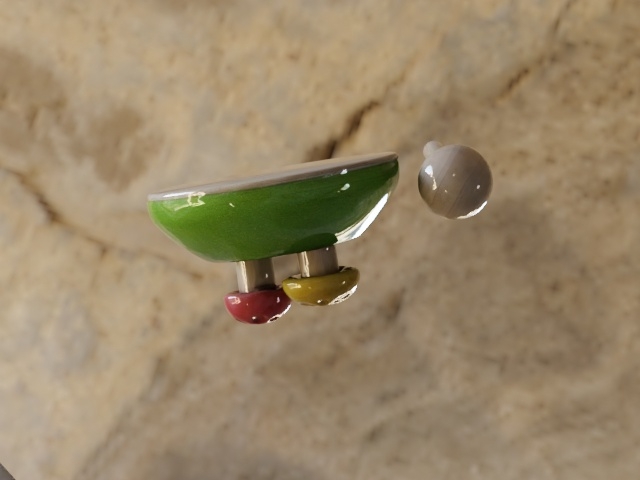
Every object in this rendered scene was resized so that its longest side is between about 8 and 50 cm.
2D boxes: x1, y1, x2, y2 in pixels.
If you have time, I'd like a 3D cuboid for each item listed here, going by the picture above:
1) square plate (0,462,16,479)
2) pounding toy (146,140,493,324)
[{"bbox_3d":[-0.228,0.185,0.666,0.344,0.347,0.049,46,16,6],"label":"square plate"},{"bbox_3d":[0.000,0.000,1.419,0.237,0.110,0.183,-10,4,-7],"label":"pounding toy"}]
